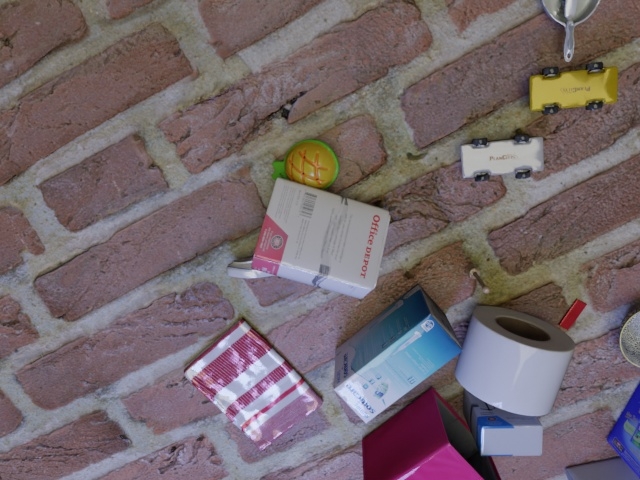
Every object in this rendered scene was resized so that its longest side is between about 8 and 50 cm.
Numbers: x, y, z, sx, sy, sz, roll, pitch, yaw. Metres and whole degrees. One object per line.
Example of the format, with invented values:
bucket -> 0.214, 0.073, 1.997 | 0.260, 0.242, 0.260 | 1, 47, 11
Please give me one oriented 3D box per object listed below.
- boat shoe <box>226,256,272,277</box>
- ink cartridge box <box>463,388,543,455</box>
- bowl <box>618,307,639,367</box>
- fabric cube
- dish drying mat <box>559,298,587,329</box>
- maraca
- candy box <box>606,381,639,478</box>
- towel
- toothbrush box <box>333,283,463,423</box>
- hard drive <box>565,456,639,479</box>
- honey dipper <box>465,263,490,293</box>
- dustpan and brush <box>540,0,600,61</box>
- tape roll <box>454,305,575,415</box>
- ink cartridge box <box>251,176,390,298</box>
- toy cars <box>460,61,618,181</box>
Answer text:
boat shoe -> -0.110, 0.040, 1.353 | 0.257, 0.095, 0.085 | -7, 99, -8
ink cartridge box -> 0.459, 0.457, 1.376 | 0.148, 0.203, 0.086 | -3, 102, 2
bowl -> 0.829, 0.232, 1.367 | 0.169, 0.080, 0.170 | 1, 105, 3
fabric cube -> 0.287, 0.600, 1.393 | 0.258, 0.254, 0.259 | -41, 100, 11
dish drying mat -> 0.657, 0.193, 1.400 | 0.032, 0.008, 0.083 | 28, 103, -6
maraca -> -0.038, -0.170, 1.289 | 0.185, 0.099, 0.127 | -23, 104, 34
candy box -> 0.897, 0.461, 1.327 | 0.122, 0.268, 0.318 | 19, 105, -6
towel -> -0.185, 0.400, 1.470 | 0.237, 0.037, 0.329 | -41, 99, 10
toothbrush box -> 0.179, 0.272, 1.331 | 0.295, 0.216, 0.126 | -40, 100, 10
hard drive -> 0.840, 0.646, 1.410 | 0.307, 0.203, 0.040 | -14, 105, 5
honey dipper -> 0.386, 0.095, 1.305 | 0.030, 0.161, 0.031 | 0, 106, 2
dustpan and brush -> 0.553, -0.507, 1.195 | 0.147, 0.060, 0.212 | 1, 104, 2
tape roll -> 0.468, 0.286, 1.310 | 0.245, 0.246, 0.169 | 12, 104, -1
ink cartridge box -> 0.000, 0.000, 1.267 | 0.282, 0.117, 0.208 | 17, 69, -5
toy cars -> 0.495, -0.271, 1.250 | 0.176, 0.087, 0.394 | 44, 105, -4
